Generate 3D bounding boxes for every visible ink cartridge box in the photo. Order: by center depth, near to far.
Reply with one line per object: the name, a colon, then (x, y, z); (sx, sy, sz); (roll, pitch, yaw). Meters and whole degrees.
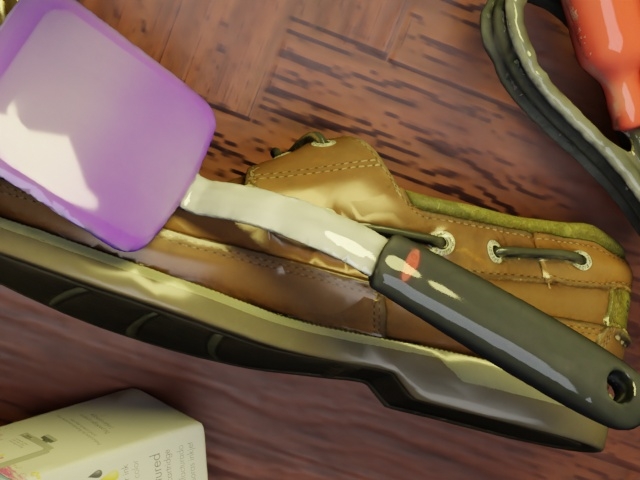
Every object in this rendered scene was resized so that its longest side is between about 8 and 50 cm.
ink cartridge box: (-0.147, 0.150, 0.604); (0.198, 0.067, 0.115); (-14, 110, -33)

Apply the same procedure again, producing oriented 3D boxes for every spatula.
spatula: (0.000, 0.000, 0.539); (0.296, 0.030, 0.084); (27, 60, -1)

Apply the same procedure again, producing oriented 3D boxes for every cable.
cable: (0.158, -0.026, 0.593); (0.139, 0.072, 0.287); (-11, 84, -18)

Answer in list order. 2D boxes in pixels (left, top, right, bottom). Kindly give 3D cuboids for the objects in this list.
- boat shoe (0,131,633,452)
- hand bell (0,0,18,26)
boat shoe: (-0.007, 0.007, 0.614); (0.307, 0.111, 0.104); (17, 78, -15)
hand bell: (-0.258, -0.079, 0.566); (0.242, 0.126, 0.126); (-14, 107, 9)
